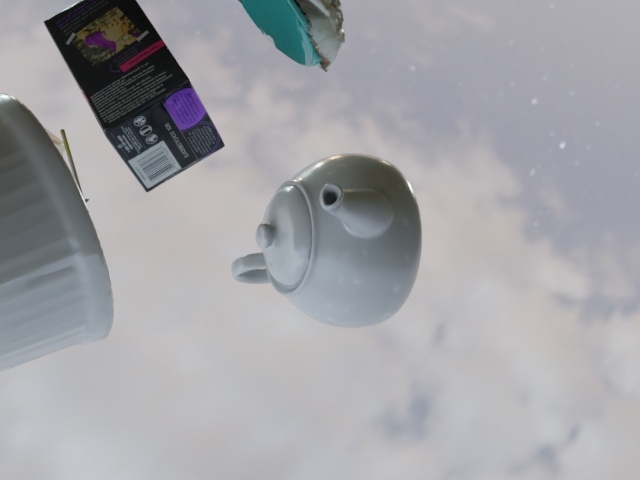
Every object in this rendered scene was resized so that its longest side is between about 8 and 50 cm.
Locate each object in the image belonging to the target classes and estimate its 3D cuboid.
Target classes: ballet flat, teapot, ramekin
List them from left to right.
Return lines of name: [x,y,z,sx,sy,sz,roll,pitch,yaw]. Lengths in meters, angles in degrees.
ramekin: [-0.336,0.001,1.007,0.135,0.277,0.277,-25,-129,-29]
ballet flat: [-0.070,-0.345,1.133,0.147,0.147,0.409,-7,-140,-39]
teapot: [0.000,0.000,1.310,0.187,0.256,0.252,1,-154,-26]

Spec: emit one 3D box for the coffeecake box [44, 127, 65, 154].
coffeecake box: [-0.526,-0.123,1.664,0.068,0.142,0.185,37,-170,5]

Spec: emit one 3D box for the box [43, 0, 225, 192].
box: [-0.281,-0.234,1.482,0.143,0.165,0.270,-31,-125,-4]

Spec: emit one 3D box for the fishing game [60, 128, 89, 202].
fishing game: [-0.508,-0.083,1.544,0.264,0.189,0.041,-28,-152,-24]
